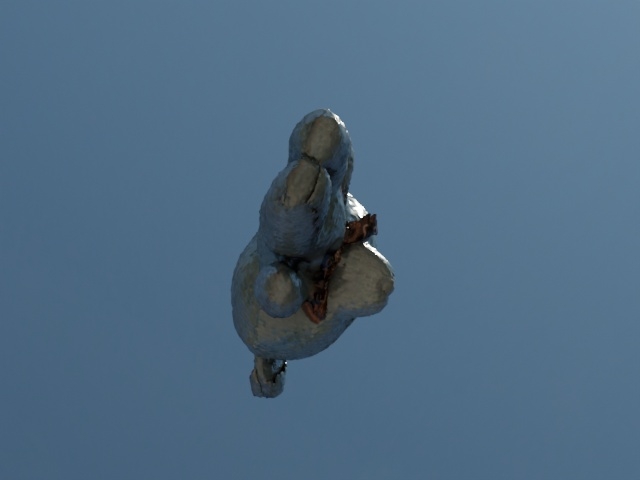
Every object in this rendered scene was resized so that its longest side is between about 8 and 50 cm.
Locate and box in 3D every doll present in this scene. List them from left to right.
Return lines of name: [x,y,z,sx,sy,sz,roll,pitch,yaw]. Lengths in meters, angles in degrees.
doll: [0.004,0.002,0.877,0.075,0.180,0.120,26,-114,0]
